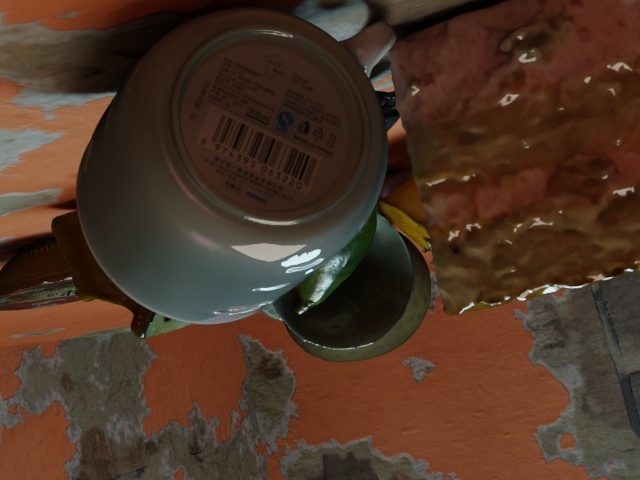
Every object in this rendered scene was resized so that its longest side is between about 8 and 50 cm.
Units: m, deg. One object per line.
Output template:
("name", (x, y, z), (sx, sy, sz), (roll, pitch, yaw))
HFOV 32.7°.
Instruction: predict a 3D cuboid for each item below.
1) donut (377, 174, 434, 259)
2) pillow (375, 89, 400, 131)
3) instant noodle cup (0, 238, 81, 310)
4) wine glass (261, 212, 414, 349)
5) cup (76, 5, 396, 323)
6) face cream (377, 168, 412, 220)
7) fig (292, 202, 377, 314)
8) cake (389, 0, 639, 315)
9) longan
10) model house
("donut", (0.174, -0.042, 1.745), (0.101, 0.152, 0.259), (-51, -164, -1))
("pillow", (-0.025, -0.121, 1.376), (0.161, 0.092, 0.335), (-13, 174, -29))
("instant noodle cup", (-0.461, 0.052, 1.908), (0.274, 0.090, 0.274), (-13, 172, -2))
("wine glass", (-0.012, 0.069, 2.082), (0.267, 0.267, 0.406), (-11, 180, -15))
("cup", (-0.050, -0.100, 1.053), (0.357, 0.259, 0.274), (-43, -176, -23))
("face cream", (0.148, -0.085, 2.002), (0.154, 0.096, 0.274), (-15, -175, -1))
("fig", (0.000, 0.000, 1.766), (0.195, 0.244, 0.195), (0, 170, 0))
("cake", (0.247, -0.099, 1.212), (0.314, 0.306, 0.293), (-16, 176, 9))
("longan", (0.078, 0.117, 2.541), (0.361, 0.361, 0.361), (-13, 172, -2))
("model house", (-0.264, 0.012, 1.654), (0.239, 0.173, 0.268), (21, -165, 22))
